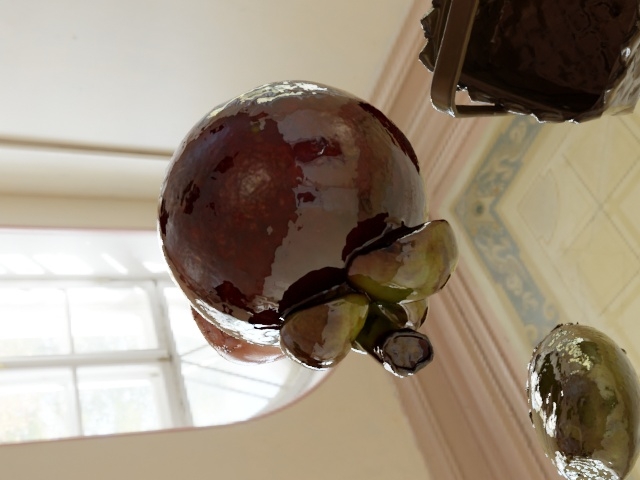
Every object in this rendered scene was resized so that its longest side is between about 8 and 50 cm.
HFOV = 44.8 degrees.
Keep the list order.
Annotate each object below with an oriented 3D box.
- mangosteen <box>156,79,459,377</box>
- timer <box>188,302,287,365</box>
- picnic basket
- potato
[{"bbox_3d":[0.000,0.000,0.585,0.257,0.215,0.215,43,-52,35],"label":"mangosteen"},{"bbox_3d":[-0.104,0.091,1.290,0.230,0.230,0.215,-13,-79,63],"label":"timer"},{"bbox_3d":[0.254,-0.280,0.951,0.291,0.321,0.254,29,-63,35],"label":"picnic basket"},{"bbox_3d":[0.274,0.166,0.816,0.251,0.113,0.149,-39,135,-69],"label":"potato"}]
